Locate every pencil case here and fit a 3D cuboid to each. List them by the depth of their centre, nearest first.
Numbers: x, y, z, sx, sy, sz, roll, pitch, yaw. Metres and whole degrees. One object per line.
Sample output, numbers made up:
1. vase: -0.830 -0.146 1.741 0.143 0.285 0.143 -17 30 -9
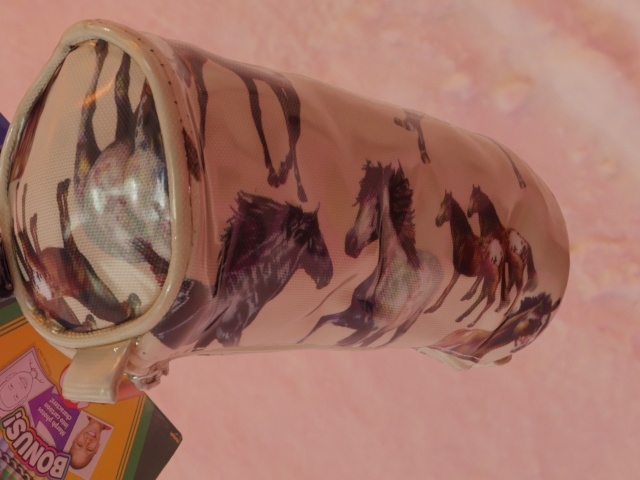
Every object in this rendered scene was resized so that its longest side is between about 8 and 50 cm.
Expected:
1. pencil case: 0.000 0.000 0.718 0.160 0.410 0.183 8 90 39

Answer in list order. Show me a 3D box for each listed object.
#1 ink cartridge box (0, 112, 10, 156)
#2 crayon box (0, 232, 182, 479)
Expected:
1. ink cartridge box: -0.473 -0.099 1.153 0.395 0.270 0.151 51 37 3
2. crayon box: -0.238 0.135 0.907 0.081 0.278 0.165 13 58 38
